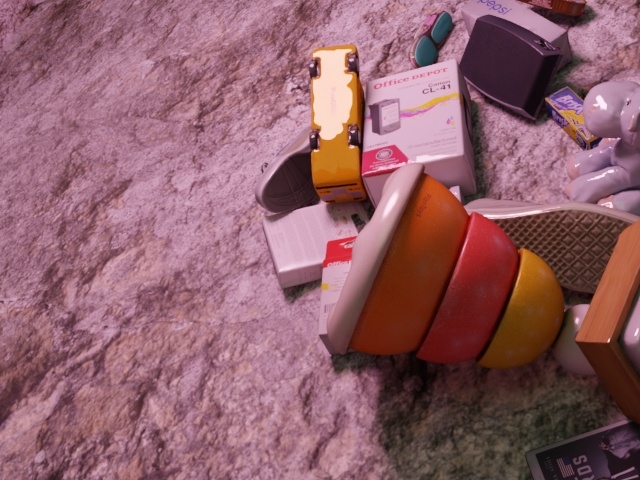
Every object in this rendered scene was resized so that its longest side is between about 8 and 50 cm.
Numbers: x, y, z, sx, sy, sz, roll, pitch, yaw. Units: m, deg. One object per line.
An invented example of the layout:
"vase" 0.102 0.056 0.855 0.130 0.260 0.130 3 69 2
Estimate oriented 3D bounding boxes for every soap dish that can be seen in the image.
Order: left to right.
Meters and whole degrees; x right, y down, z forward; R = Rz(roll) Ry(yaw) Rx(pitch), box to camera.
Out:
"soap dish" 0.522 0.126 1.340 0.118 0.229 0.291 -9 38 49

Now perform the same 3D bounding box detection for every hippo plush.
"hippo plush" 0.568 -0.159 1.560 0.234 0.237 0.294 -46 47 -16

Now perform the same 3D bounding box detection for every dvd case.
"dvd case" 0.454 0.369 1.309 0.238 0.030 0.179 -21 45 8

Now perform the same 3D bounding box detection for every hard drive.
"hard drive" 0.408 -0.390 1.897 0.054 0.172 0.255 1 30 -35

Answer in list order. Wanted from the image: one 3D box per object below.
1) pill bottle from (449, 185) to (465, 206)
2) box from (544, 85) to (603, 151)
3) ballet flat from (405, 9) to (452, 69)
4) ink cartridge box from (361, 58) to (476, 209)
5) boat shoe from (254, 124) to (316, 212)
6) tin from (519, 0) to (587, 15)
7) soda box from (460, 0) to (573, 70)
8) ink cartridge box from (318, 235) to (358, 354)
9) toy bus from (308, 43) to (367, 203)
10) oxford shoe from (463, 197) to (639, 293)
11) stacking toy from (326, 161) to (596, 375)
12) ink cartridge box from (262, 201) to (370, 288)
"pill bottle" 0.218 -0.066 1.759 0.151 0.086 0.086 -12 48 17
"box" 0.537 -0.249 1.783 0.059 0.054 0.169 -29 45 1
"ballet flat" 0.257 -0.488 2.122 0.079 0.077 0.222 -8 41 44
"ink cartridge box" 0.213 -0.230 1.873 0.226 0.131 0.306 -11 49 17
"boat shoe" -0.055 -0.172 1.958 0.103 0.118 0.320 -3 38 42
"tin" 0.530 -0.572 2.021 0.189 0.040 0.106 21 33 15
"soda box" 0.452 -0.482 1.998 0.098 0.091 0.286 -35 45 -5
"ink cartridge box" 0.075 0.101 1.691 0.134 0.078 0.231 -10 49 18
"toy bus" 0.042 -0.260 1.888 0.108 0.130 0.333 -6 69 13
"oxford shoe" 0.418 -0.002 1.574 0.449 0.169 0.130 4 18 27
"stacking toy" 0.279 0.108 1.434 0.479 0.351 0.351 24 61 7
"ink cartridge box" 0.000 0.000 1.850 0.224 0.056 0.181 -12 45 -8
